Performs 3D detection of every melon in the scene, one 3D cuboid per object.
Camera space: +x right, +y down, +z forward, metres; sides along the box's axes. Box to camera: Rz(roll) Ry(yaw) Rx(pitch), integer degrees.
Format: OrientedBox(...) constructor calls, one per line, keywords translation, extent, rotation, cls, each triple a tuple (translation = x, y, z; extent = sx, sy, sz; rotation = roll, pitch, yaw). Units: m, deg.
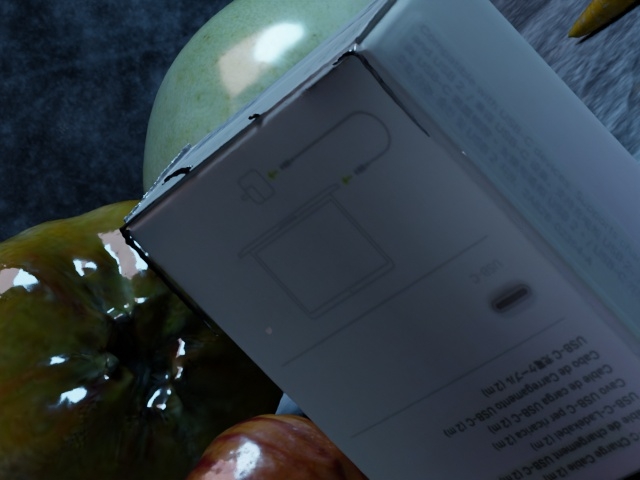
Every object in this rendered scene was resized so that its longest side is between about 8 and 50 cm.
OrientedBox(translation=(0.020, -0.041, 1.320), extent=(0.268, 0.268, 0.330), rotation=(-47, -11, -10), cls="melon")

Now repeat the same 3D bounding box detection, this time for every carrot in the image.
OrientedBox(translation=(0.275, -0.227, 1.688), extent=(0.216, 0.048, 0.048), rotation=(-39, 11, 51), cls="carrot")

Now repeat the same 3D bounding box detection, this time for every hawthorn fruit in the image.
OrientedBox(translation=(-0.179, 0.115, 1.489), extent=(0.268, 0.268, 0.301), rotation=(-51, 5, -30), cls="hawthorn fruit")

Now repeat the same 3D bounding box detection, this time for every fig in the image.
OrientedBox(translation=(-0.008, 0.160, 1.098), extent=(0.128, 0.150, 0.128), rotation=(-169, 90, -87), cls="fig")

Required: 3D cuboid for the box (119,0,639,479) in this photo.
OrientedBox(translation=(0.059, 0.015, 0.968), extent=(0.203, 0.252, 0.106), rotation=(-36, 11, 45), cls="box")
